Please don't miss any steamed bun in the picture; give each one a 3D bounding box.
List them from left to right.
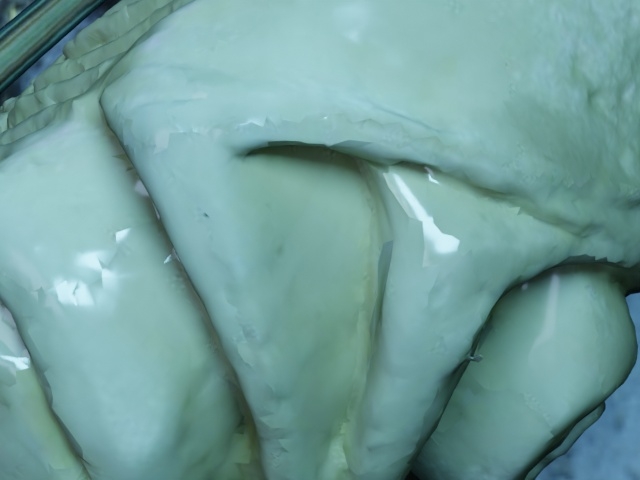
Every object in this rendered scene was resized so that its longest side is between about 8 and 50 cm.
[{"bbox_3d":[0.000,0.000,0.657,0.339,0.247,0.352,-22,26,54],"label":"steamed bun"}]

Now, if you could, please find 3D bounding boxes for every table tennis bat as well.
[{"bbox_3d":[-0.080,-0.137,0.770,0.021,0.274,0.154,50,142,-12],"label":"table tennis bat"}]
